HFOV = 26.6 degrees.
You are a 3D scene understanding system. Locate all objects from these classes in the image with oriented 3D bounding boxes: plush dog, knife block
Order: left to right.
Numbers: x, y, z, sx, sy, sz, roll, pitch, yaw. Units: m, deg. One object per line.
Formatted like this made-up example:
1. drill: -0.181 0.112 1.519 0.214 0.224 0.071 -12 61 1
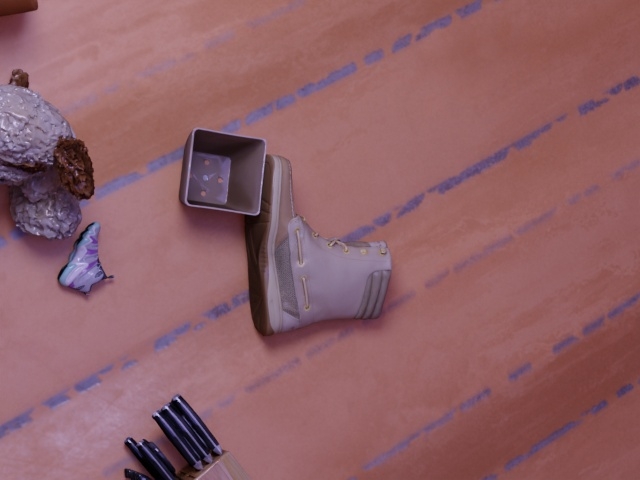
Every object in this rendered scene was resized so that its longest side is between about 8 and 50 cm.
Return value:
1. plush dog: -0.392 -0.133 1.729 0.262 0.225 0.210 23 79 -20
2. knife block: -0.139 0.340 1.888 0.276 0.088 0.242 8 85 -22

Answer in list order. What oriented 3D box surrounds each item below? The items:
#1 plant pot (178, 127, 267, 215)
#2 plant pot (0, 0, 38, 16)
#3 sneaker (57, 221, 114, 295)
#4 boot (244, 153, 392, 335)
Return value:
1. plant pot: -0.148 -0.092 1.901 0.109 0.096 0.109 8 84 -23
2. plant pot: -0.491 -0.406 1.692 0.204 0.291 0.290 -15 94 -6
3. sneaker: -0.310 0.029 1.861 0.069 0.038 0.098 31 86 -20
4. boot: 0.000 0.000 1.950 0.204 0.095 0.261 -6 100 -23
